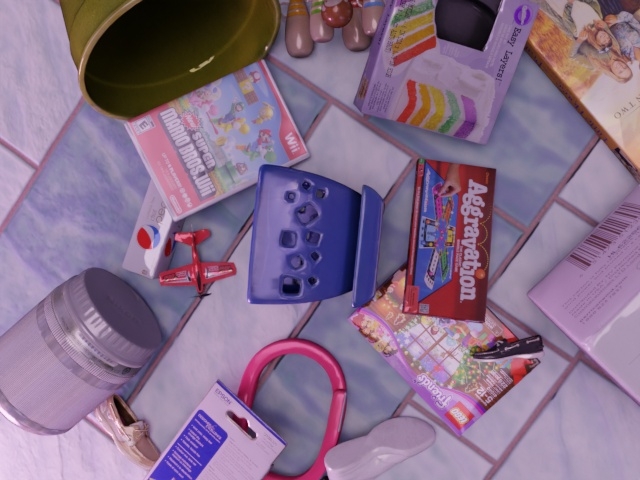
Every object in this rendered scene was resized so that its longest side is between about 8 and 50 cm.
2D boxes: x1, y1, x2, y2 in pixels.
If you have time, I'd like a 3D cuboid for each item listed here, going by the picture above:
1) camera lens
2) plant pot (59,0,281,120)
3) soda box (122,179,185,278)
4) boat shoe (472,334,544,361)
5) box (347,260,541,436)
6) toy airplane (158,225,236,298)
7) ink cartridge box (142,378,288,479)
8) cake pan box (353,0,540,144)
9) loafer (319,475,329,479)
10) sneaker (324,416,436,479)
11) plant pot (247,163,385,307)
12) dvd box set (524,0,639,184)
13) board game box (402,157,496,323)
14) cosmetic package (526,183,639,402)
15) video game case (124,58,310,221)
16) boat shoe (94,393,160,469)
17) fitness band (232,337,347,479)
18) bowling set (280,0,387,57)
[{"bbox_3d":[-0.466,0.211,1.297,0.274,0.219,0.219,-40,85,8],"label":"camera lens"},{"bbox_3d":[-0.312,-0.463,1.223,0.366,0.366,0.353,-31,75,8],"label":"plant pot"},{"bbox_3d":[-0.309,-0.037,1.342,0.069,0.074,0.216,19,94,7],"label":"soda box"},{"bbox_3d":[0.323,0.187,1.199,0.125,0.046,0.038,-7,88,4],"label":"boat shoe"},{"bbox_3d":[0.222,0.179,1.266,0.201,0.057,0.293,-45,84,7],"label":"box"},{"bbox_3d":[-0.244,0.041,1.345,0.151,0.028,0.151,-2,100,-13],"label":"toy airplane"},{"bbox_3d":[-0.217,0.443,1.304,0.176,0.069,0.371,40,108,12],"label":"ink cartridge box"},{"bbox_3d":[0.214,-0.319,1.183,0.246,0.070,0.267,13,111,-16],"label":"cake pan box"},{"bbox_3d":[0.029,0.528,1.303,0.061,0.062,0.170,-26,85,13],"label":"loafer"},{"bbox_3d":[0.113,0.399,1.287,0.212,0.080,0.094,-17,125,-6],"label":"sneaker"},{"bbox_3d":[0.000,0.000,1.218,0.212,0.236,0.236,6,91,4],"label":"plant pot"},{"bbox_3d":[0.553,-0.349,1.205,0.307,0.062,0.420,-39,85,8],"label":"dvd box set"},{"bbox_3d":[0.231,-0.001,1.235,0.145,0.027,0.281,7,78,-3],"label":"board game box"},{"bbox_3d":[0.597,0.133,1.044,0.394,0.327,0.329,42,97,-3],"label":"cosmetic package"},{"bbox_3d":[-0.189,-0.186,1.292,0.285,0.025,0.204,-27,95,-8],"label":"video game case"},{"bbox_3d":[-0.372,0.374,1.363,0.170,0.063,0.059,45,103,7],"label":"boat shoe"},{"bbox_3d":[-0.061,0.331,1.321,0.209,0.054,0.291,14,92,12],"label":"fitness band"},{"bbox_3d":[0.055,-0.431,1.223,0.287,0.200,0.154,-4,89,5],"label":"bowling set"}]
